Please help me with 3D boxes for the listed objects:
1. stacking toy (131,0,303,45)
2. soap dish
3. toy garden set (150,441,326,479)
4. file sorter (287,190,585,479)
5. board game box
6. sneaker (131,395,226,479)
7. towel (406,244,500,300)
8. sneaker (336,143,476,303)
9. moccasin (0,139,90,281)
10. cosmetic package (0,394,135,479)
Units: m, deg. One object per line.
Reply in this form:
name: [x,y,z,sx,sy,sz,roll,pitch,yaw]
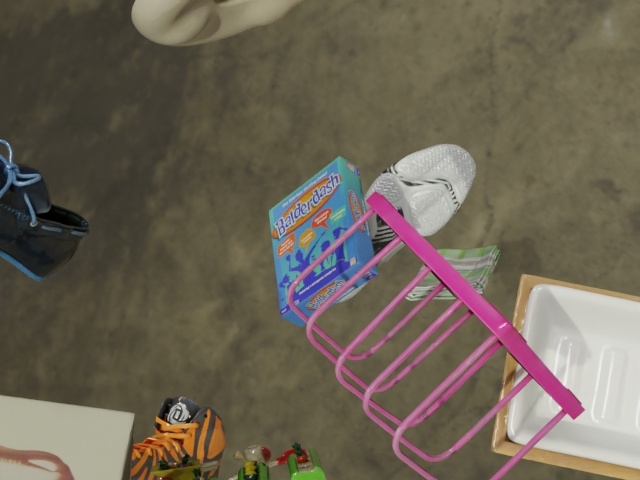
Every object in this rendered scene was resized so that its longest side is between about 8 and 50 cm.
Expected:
stacking toy: [-0.185,-0.552,1.600,0.350,0.350,0.480,-29,83,38]
soap dish: [0.374,0.185,1.424,0.118,0.291,0.229,95,-173,-79]
toy garden set: [-0.123,0.300,1.462,0.204,0.244,0.049,-160,55,-86]
file sorter: [0.118,0.126,1.297,0.182,0.202,0.291,-44,41,3]
board game box: [0.000,0.000,1.663,0.160,0.047,0.210,-37,42,29]
sneaker: [-0.266,0.319,1.722,0.124,0.321,0.180,10,78,33]
towel: [0.189,0.043,1.591,0.113,0.152,0.023,-3,112,21]
sneaker: [0.119,-0.046,1.988,0.366,0.137,0.210,-42,5,12]
moccasin: [-0.407,-0.059,1.437,0.117,0.342,0.138,-40,72,-3]
cosmetic package: [-0.351,0.249,1.167,0.153,0.296,0.129,102,174,-48]
